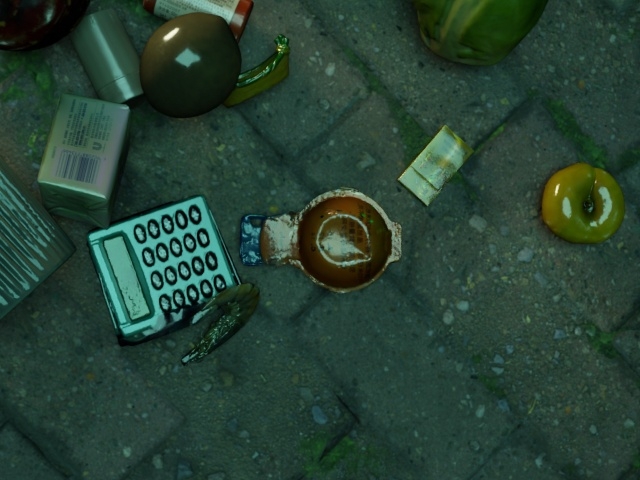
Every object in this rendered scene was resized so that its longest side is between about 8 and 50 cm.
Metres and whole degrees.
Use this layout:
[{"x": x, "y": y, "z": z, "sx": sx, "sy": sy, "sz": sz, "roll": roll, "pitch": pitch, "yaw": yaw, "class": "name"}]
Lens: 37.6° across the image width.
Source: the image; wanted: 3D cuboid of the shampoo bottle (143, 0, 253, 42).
[{"x": -0.277, "y": -0.481, "z": 1.860, "sx": 0.278, "sy": 0.104, "sz": 0.104, "roll": 23, "pitch": 87, "yaw": -7, "class": "shampoo bottle"}]

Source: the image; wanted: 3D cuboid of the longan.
[{"x": -0.242, "y": -0.330, "z": 1.771, "sx": 0.212, "sy": 0.198, "sz": 0.198, "roll": -41, "pitch": 96, "yaw": -24, "class": "longan"}]

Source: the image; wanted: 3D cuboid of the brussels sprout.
[{"x": 0.310, "y": -0.527, "z": 1.829, "sx": 0.276, "sy": 0.314, "sz": 0.371, "roll": 10, "pitch": 116, "yaw": -1, "class": "brussels sprout"}]

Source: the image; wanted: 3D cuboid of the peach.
[{"x": 0.554, "y": -0.077, "z": 1.982, "sx": 0.179, "sy": 0.103, "sz": 0.179, "roll": 0, "pitch": 87, "yaw": -9, "class": "peach"}]

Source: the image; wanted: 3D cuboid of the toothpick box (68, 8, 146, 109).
[{"x": -0.408, "y": -0.347, "z": 1.838, "sx": 0.111, "sy": 0.111, "sz": 0.180, "roll": -27, "pitch": 93, "yaw": -7, "class": "toothpick box"}]

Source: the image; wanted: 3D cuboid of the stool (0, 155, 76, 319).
[{"x": -0.651, "y": -0.020, "z": 1.724, "sx": 0.297, "sy": 0.297, "sz": 0.330, "roll": -43, "pitch": 101, "yaw": -6, "class": "stool"}]

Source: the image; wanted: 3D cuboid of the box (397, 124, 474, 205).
[{"x": 0.242, "y": -0.157, "z": 1.976, "sx": 0.089, "sy": 0.022, "sz": 0.156, "roll": 43, "pitch": 85, "yaw": -6, "class": "box"}]

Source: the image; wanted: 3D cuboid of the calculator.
[{"x": -0.310, "y": 0.056, "z": 1.881, "sx": 0.274, "sy": 0.058, "sz": 0.248, "roll": -20, "pitch": 94, "yaw": -9, "class": "calculator"}]

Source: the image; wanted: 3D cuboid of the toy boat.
[{"x": -0.154, "y": -0.331, "z": 1.883, "sx": 0.230, "sy": 0.089, "sz": 0.088, "roll": -26, "pitch": 109, "yaw": 4, "class": "toy boat"}]

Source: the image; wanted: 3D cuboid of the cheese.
[{"x": 0.000, "y": 0.000, "z": 1.893, "sx": 0.330, "sy": 0.129, "sz": 0.216, "roll": 0, "pitch": 94, "yaw": 4, "class": "cheese"}]

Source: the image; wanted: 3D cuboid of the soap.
[{"x": -0.443, "y": -0.149, "z": 1.778, "sx": 0.139, "sy": 0.182, "sz": 0.199, "roll": 12, "pitch": 71, "yaw": -7, "class": "soap"}]

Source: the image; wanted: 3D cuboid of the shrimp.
[{"x": -0.210, "y": 0.162, "z": 1.861, "sx": 0.217, "sy": 0.150, "sz": 0.051, "roll": -46, "pitch": 64, "yaw": -1, "class": "shrimp"}]

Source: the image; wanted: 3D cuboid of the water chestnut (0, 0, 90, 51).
[{"x": -0.577, "y": -0.485, "z": 1.712, "sx": 0.300, "sy": 0.300, "sz": 0.299, "roll": 0, "pitch": 90, "yaw": -8, "class": "water chestnut"}]
